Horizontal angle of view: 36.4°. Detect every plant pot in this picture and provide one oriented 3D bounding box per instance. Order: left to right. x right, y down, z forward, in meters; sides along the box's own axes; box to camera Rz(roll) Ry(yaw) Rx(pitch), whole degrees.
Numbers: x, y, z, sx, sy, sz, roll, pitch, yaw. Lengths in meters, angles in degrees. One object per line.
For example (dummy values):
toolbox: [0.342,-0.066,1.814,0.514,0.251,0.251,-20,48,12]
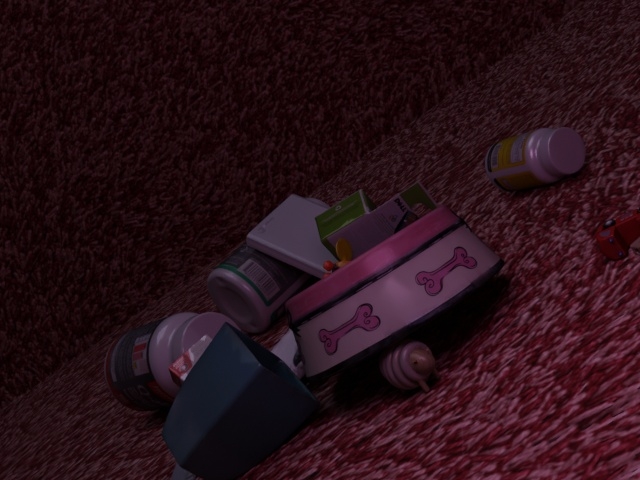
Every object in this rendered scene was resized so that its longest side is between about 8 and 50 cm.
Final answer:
plant pot: [-0.158,0.307,1.738,0.234,0.165,0.166,-51,37,0]

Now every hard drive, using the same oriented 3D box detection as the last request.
hard drive: [0.000,0.000,2.404,0.308,0.040,0.203,24,48,26]

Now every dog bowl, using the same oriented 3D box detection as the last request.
dog bowl: [0.115,0.085,1.732,0.408,0.150,0.408,-32,-1,-1]

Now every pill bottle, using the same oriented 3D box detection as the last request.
pill bottle: [-0.345,0.284,2.305,0.363,0.210,0.210,-22,18,50]
pill bottle: [-0.104,0.058,2.536,0.361,0.204,0.204,-42,14,-31]
pill bottle: [0.458,-0.174,2.081,0.119,0.119,0.208,-41,13,-24]

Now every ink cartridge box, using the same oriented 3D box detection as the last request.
ink cartridge box: [-0.210,0.304,2.052,0.115,0.198,0.067,-41,-29,-24]
ink cartridge box: [0.147,-0.033,2.186,0.255,0.189,0.097,-32,37,13]

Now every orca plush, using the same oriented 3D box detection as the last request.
orca plush: [-0.066,0.249,1.903,0.151,0.102,0.287,2,64,31]

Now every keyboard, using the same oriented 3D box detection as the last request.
keyboard: [-0.264,0.436,1.979,0.072,0.014,0.256,-38,11,12]

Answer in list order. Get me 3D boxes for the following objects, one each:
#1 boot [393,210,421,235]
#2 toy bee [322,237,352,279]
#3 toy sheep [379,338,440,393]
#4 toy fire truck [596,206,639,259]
boot: [0.184,0.048,2.124,0.219,0.106,0.082,-61,3,29]
toy bee: [0.060,0.075,2.039,0.298,0.162,0.195,-53,36,42]
toy sheep: [0.139,0.202,1.578,0.091,0.091,0.132,-44,14,-35]
toy fire truck: [0.509,-0.013,1.486,0.192,0.047,0.135,-29,15,32]
